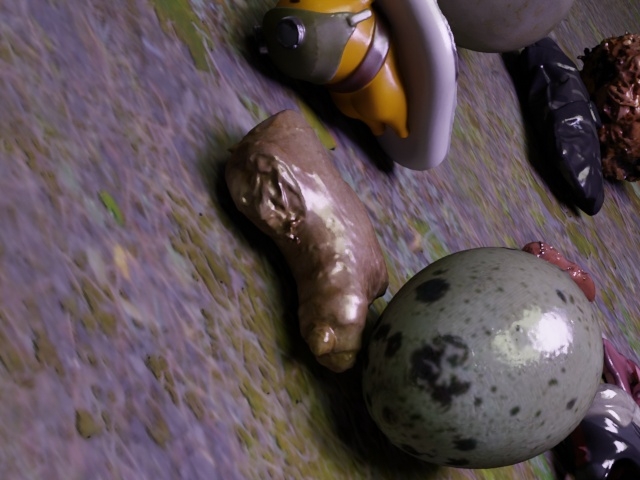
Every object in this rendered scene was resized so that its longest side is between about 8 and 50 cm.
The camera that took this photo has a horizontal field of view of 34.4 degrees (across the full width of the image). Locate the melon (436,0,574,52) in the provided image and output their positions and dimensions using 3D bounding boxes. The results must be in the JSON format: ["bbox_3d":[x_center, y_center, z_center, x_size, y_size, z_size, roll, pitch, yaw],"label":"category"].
[{"bbox_3d":[0.190,-0.372,1.277,0.308,0.272,0.271,61,28,-21],"label":"melon"}]

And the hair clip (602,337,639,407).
[{"bbox_3d":[0.386,0.198,1.271,0.123,0.102,0.138,27,75,-40],"label":"hair clip"}]

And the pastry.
[{"bbox_3d":[0.490,-0.201,1.656,0.275,0.193,0.275,51,5,-6],"label":"pastry"}]

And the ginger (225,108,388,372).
[{"bbox_3d":[0.003,-0.002,0.838,0.137,0.074,0.213,-11,68,-49],"label":"ginger"}]

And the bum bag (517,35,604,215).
[{"bbox_3d":[0.352,-0.194,1.513,0.144,0.095,0.340,49,29,-46],"label":"bum bag"}]

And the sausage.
[{"bbox_3d":[0.296,0.039,1.275,0.158,0.042,0.036,29,-3,-43],"label":"sausage"}]

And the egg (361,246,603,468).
[{"bbox_3d":[0.126,0.098,0.830,0.228,0.177,0.177,-21,81,-46],"label":"egg"}]

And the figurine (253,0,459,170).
[{"bbox_3d":[0.028,-0.158,0.987,0.141,0.167,0.249,-29,113,-27],"label":"figurine"}]

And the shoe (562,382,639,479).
[{"bbox_3d":[0.326,0.237,1.089,0.227,0.099,0.112,34,45,-30],"label":"shoe"}]
